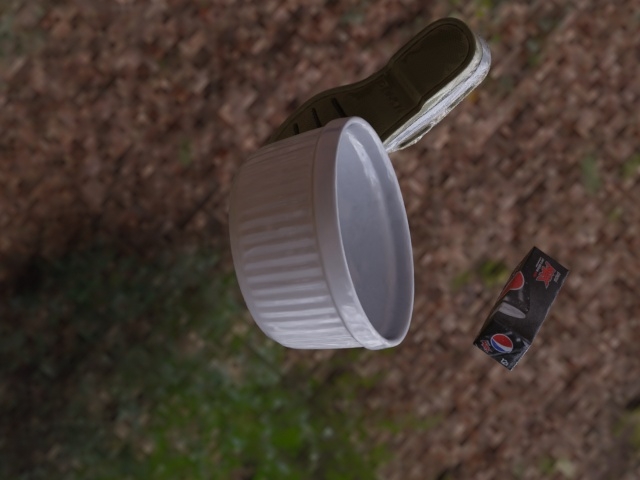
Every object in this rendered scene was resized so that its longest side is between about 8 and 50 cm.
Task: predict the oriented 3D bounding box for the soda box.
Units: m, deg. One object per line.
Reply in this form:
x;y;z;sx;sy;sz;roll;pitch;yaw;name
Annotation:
0.246;0.081;2.256;0.053;0.060;0.169;-55;180;40;soda box

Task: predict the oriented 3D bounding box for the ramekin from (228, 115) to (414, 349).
0.000;0.000;1.636;0.109;0.207;0.207;-10;-158;19;ramekin

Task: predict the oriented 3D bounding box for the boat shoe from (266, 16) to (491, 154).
0.076;-0.147;2.212;0.302;0.113;0.103;-31;158;16;boat shoe
